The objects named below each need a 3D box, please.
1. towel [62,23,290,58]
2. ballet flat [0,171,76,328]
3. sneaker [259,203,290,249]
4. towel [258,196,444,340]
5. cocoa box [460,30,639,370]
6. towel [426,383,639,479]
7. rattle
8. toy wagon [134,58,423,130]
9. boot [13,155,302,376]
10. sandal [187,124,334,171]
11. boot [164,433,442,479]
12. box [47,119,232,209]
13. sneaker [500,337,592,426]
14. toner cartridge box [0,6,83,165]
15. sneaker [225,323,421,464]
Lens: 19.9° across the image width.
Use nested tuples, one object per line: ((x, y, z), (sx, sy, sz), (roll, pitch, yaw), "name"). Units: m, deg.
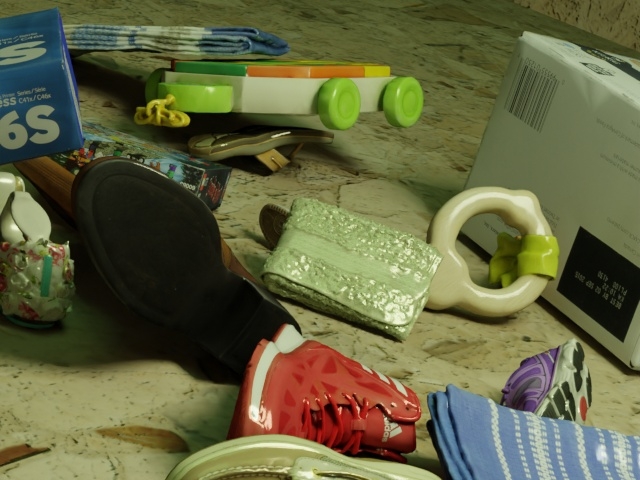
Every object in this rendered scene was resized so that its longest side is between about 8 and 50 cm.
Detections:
((-0.191, -0.222, 2.070), (0.285, 0.034, 0.209), (2, 3, 9), "towel")
((-0.252, -0.010, 1.461), (0.091, 0.077, 0.241), (2, 22, -34), "ballet flat")
((0.000, 0.000, 1.729), (0.118, 0.042, 0.067), (36, 28, 28), "sneaker")
((0.028, 0.022, 1.624), (0.148, 0.027, 0.110), (21, 54, 5), "towel")
((0.340, -0.035, 1.845), (0.228, 0.231, 0.347), (8, 20, -31), "cocoa box")
((0.246, 0.207, 1.291), (0.336, 0.040, 0.243), (13, 27, -16), "towel")
((0.117, 0.024, 1.746), (0.199, 0.130, 0.143), (-21, 11, -15), "rattle")
((-0.065, -0.162, 1.992), (0.267, 0.068, 0.344), (7, 8, 36), "toy wagon")
((-0.161, -0.026, 1.431), (0.280, 0.096, 0.264), (36, 0, 44), "boot")
((-0.066, -0.095, 1.953), (0.180, 0.049, 0.072), (-13, 17, -40), "sandal")
((0.019, 0.194, 1.101), (0.213, 0.077, 0.165), (11, 20, -28), "boot")
((-0.174, -0.071, 1.687), (0.159, 0.044, 0.233), (19, 4, 2), "box")
((0.175, 0.141, 1.465), (0.071, 0.068, 0.170), (-14, 16, 21), "sneaker")
((-0.360, -0.093, 1.381), (0.347, 0.075, 0.165), (-12, 21, -6), "toner cartridge box")
((0.009, 0.122, 1.294), (0.128, 0.087, 0.221), (18, 19, 4), "sneaker")
